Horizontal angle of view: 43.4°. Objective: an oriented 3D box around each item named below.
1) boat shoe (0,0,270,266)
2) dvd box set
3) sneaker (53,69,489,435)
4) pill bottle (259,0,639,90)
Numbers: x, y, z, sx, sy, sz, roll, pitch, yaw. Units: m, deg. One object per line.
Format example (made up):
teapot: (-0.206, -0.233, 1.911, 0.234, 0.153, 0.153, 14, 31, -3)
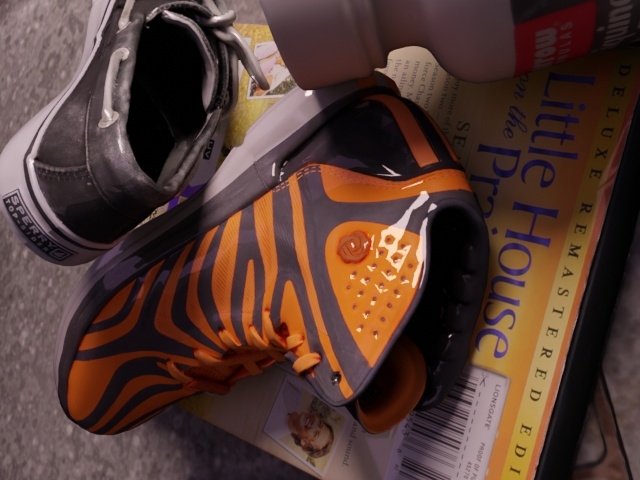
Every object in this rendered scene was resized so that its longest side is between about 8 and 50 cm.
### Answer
boat shoe: (-0.097, -0.114, 0.513, 0.105, 0.113, 0.306, -24, 27, 26)
dvd box set: (0.000, 0.000, 0.586, 0.421, 0.062, 0.307, 14, 91, 38)
sneaker: (-0.037, 0.059, 0.484, 0.321, 0.125, 0.180, -46, 57, 21)
pill bottle: (0.125, -0.179, 0.388, 0.319, 0.176, 0.176, -15, 72, 10)
